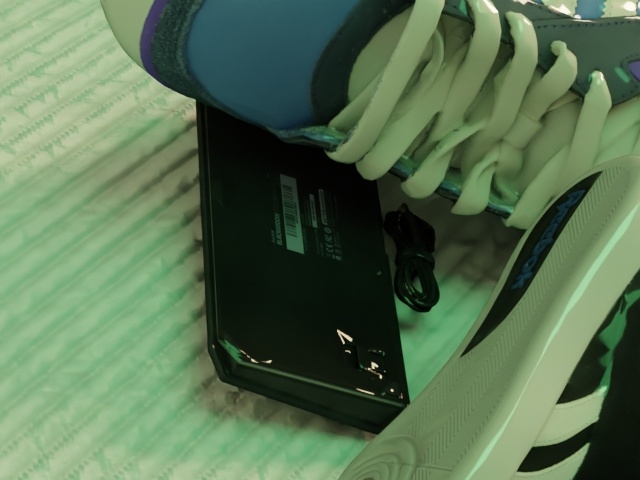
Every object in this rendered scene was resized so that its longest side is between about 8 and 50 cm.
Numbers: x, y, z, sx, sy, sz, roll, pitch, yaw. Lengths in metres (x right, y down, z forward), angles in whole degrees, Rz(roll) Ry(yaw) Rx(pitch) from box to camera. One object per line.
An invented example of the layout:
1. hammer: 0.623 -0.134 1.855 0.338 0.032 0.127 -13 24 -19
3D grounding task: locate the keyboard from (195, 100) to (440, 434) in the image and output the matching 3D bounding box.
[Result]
1. keyboard: 0.000 0.000 0.720 0.108 0.023 0.180 16 41 -21

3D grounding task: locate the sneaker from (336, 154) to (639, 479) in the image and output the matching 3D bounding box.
1. sneaker: 0.086 0.087 0.606 0.121 0.079 0.217 44 70 -16

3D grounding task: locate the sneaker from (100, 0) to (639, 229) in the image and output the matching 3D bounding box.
1. sneaker: 0.097 -0.040 0.707 0.323 0.130 0.236 -1 44 -45
